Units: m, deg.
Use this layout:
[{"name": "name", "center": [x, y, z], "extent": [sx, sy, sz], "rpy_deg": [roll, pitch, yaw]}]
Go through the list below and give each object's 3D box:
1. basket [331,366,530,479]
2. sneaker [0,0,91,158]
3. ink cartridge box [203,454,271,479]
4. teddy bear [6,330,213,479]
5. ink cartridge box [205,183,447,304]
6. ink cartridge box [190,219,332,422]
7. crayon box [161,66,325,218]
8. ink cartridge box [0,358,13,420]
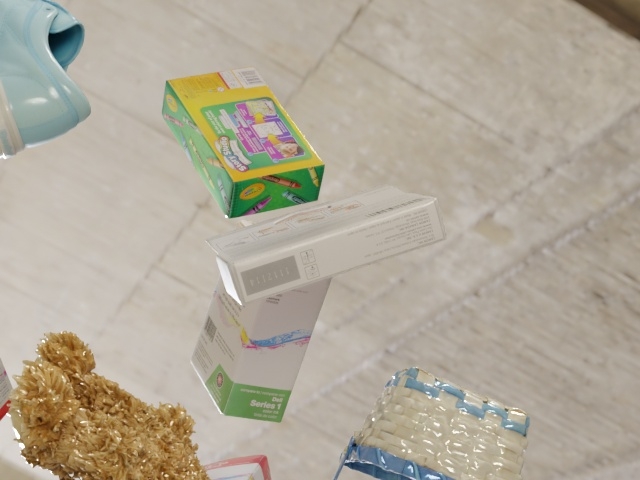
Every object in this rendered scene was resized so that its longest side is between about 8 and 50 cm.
[{"name": "basket", "center": [0.141, 0.331, 1.776], "extent": [0.289, 0.255, 0.201], "rpy_deg": [-65, 4, -18]}, {"name": "sneaker", "center": [-0.369, -0.254, 1.663], "extent": [0.135, 0.150, 0.366], "rpy_deg": [92, 158, -57]}, {"name": "ink cartridge box", "center": [-0.154, 0.510, 2.279], "extent": [0.306, 0.131, 0.226], "rpy_deg": [-24, -76, -79]}, {"name": "teddy bear", "center": [-0.142, 0.216, 1.175], "extent": [0.113, 0.338, 0.245], "rpy_deg": [-37, -5, 4]}, {"name": "ink cartridge box", "center": [0.000, 0.000, 1.907], "extent": [0.296, 0.066, 0.261], "rpy_deg": [-17, 9, -9]}, {"name": "ink cartridge box", "center": [-0.103, 0.133, 2.274], "extent": [0.201, 0.117, 0.278], "rpy_deg": [47, 121, 60]}, {"name": "crayon box", "center": [-0.131, -0.165, 2.221], "extent": [0.278, 0.165, 0.081], "rpy_deg": [56, 147, 37]}, {"name": "ink cartridge box", "center": [-0.488, 0.175, 1.793], "extent": [0.078, 0.134, 0.231], "rpy_deg": [-51, -28, -33]}]
